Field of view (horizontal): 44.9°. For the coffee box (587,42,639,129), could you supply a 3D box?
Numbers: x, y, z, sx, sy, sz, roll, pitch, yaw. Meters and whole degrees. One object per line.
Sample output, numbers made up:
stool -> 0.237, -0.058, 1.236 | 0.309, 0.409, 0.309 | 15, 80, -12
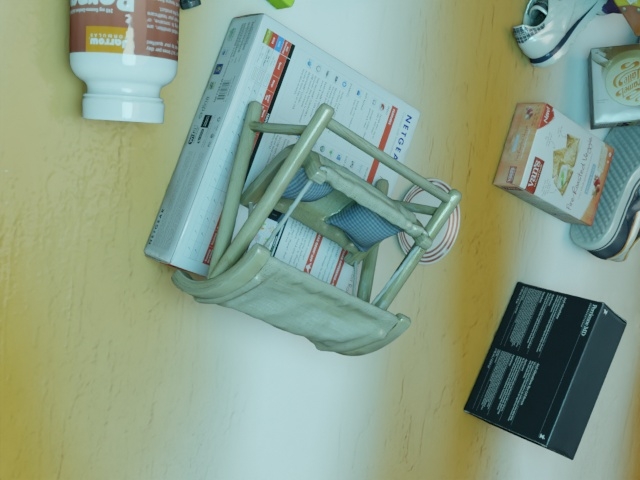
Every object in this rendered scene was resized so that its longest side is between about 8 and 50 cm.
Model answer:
coffee box -> 0.613, -0.280, 1.389 | 0.098, 0.246, 0.141 | -3, 91, -74

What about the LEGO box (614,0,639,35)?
LEGO box -> 0.533, -0.650, 1.223 | 0.372, 0.193, 0.500 | -42, 101, -23

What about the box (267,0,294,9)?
box -> -0.085, -0.396, 0.995 | 0.178, 0.042, 0.109 | 35, 77, -35

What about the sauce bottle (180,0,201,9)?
sauce bottle -> -0.175, -0.346, 0.937 | 0.042, 0.042, 0.128 | -32, 118, -28

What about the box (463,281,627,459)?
box -> 0.397, 0.225, 1.373 | 0.103, 0.184, 0.261 | 31, 80, -35

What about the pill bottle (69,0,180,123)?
pill bottle -> -0.220, -0.243, 0.874 | 0.121, 0.121, 0.216 | -3, 99, -36

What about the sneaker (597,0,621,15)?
sneaker -> 0.547, -0.553, 1.381 | 0.107, 0.124, 0.283 | -27, 113, -30

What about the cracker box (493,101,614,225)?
cracker box -> 0.427, -0.135, 1.404 | 0.232, 0.067, 0.156 | 20, 86, -36

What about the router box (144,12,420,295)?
router box -> -0.040, -0.084, 1.059 | 0.301, 0.082, 0.336 | 24, 84, -37

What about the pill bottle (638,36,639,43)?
pill bottle -> 0.726, -0.423, 1.509 | 0.169, 0.169, 0.302 | 29, 81, -36

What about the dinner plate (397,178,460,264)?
dinner plate -> 0.175, -0.031, 1.268 | 0.141, 0.017, 0.141 | -8, 104, -36

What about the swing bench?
swing bench -> 0.000, 0.000, 0.949 | 0.253, 0.165, 0.255 | 26, 83, -37

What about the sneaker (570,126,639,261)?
sneaker -> 0.602, -0.110, 1.504 | 0.127, 0.126, 0.321 | 29, 89, -33

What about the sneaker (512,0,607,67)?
sneaker -> 0.420, -0.412, 1.342 | 0.095, 0.090, 0.235 | 43, 71, -24
